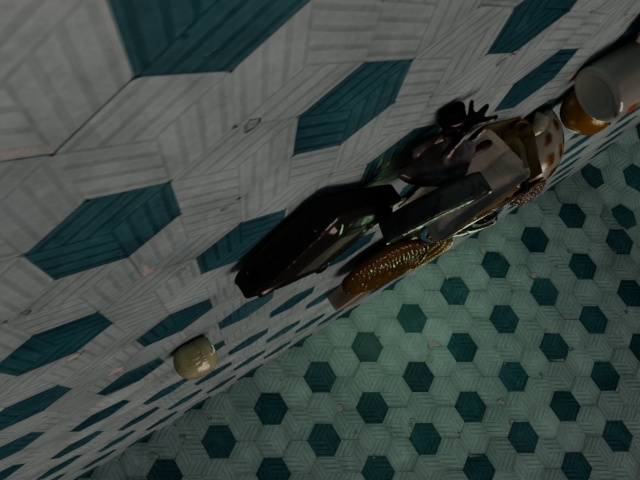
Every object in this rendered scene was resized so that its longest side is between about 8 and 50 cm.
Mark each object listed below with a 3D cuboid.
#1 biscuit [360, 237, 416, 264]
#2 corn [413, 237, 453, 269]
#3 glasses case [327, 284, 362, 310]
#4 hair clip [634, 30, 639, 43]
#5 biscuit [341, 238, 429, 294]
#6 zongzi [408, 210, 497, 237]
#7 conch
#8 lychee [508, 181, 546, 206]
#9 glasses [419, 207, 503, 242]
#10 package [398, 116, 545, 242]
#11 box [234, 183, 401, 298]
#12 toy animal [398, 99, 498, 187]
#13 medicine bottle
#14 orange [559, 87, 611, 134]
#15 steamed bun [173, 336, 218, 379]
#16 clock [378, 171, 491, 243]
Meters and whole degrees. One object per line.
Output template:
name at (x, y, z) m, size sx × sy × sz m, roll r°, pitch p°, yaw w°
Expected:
biscuit at (0.226, 0.032, 1.967) m, size 0.226 × 0.042 × 0.226 m, roll -29°, pitch 167°, yaw -7°
corn at (0.388, 0.023, 2.194) m, size 0.119 × 0.119 × 0.322 m, roll -26°, pitch 171°, yaw -31°
glasses case at (0.179, 0.143, 2.214) m, size 0.336 × 0.076 × 0.144 m, roll -40°, pitch 166°, yaw 32°
hair clip at (0.689, -0.459, 1.186) m, size 0.140 × 0.054 × 0.220 m, roll -46°, pitch 167°, yaw 27°
biscuit at (0.213, 0.092, 1.942) m, size 0.318 × 0.040 × 0.318 m, roll -23°, pitch 159°, yaw -10°
zongzi at (0.422, -0.073, 1.894) m, size 0.288 × 0.134 × 0.286 m, roll -22°, pitch 177°, yaw 18°
conch at (0.525, -0.205, 1.520) m, size 0.183 × 0.148 × 0.275 m, roll -26°, pitch 166°, yaw -29°
lychee at (0.577, -0.196, 1.717) m, size 0.165 × 0.197 × 0.165 m, roll 6°, pitch -179°, yaw 0°
glasses at (0.392, -0.082, 1.680) m, size 0.239 × 0.102 × 0.207 m, roll -23°, pitch -164°, yaw 16°
package at (0.375, -0.126, 1.415) m, size 0.221 × 0.165 × 0.311 m, roll -20°, pitch 164°, yaw -47°
box at (0.000, 0.000, 1.161) m, size 0.290 × 0.073 × 0.289 m, roll -41°, pitch 166°, yaw 31°
toy animal at (0.246, -0.158, 1.123) m, size 0.195 × 0.090 × 0.324 m, roll -34°, pitch 166°, yaw 12°
medicine bottle at (0.709, -0.379, 1.318) m, size 0.252 × 0.144 × 0.144 m, roll -32°, pitch 168°, yaw -5°
orange at (0.674, -0.331, 1.463) m, size 0.156 × 0.124 × 0.156 m, roll -28°, pitch 169°, yaw -6°
steamed bun at (-0.325, 0.313, 1.545) m, size 0.112 × 0.091 × 0.130 m, roll -25°, pitch 167°, yaw -26°
clock at (0.216, -0.061, 1.134) m, size 0.226 × 0.049 × 0.226 m, roll -27°, pitch 174°, yaw -3°
